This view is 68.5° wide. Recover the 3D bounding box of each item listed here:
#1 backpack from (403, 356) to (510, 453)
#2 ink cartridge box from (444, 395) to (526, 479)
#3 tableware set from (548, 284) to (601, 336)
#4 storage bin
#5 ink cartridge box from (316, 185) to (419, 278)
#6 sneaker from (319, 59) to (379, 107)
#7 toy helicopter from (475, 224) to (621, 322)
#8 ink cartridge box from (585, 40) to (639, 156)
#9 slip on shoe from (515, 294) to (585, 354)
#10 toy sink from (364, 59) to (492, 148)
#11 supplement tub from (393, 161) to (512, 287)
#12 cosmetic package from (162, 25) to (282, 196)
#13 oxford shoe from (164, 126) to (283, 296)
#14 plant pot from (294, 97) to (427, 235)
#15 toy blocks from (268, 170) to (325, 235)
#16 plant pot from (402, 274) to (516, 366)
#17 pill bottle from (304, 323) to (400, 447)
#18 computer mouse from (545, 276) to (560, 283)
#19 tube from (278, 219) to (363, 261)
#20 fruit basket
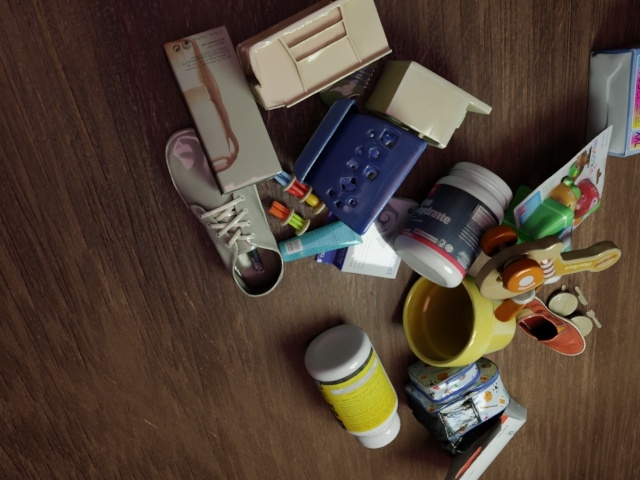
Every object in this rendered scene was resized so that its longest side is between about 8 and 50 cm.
[{"bbox_3d":[0.398,0.436,1.377,0.263,0.276,0.213,-17,101,-11],"label":"backpack"},{"bbox_3d":[0.500,0.651,1.433,0.091,0.385,0.308,38,102,20],"label":"ink cartridge box"},{"bbox_3d":[0.792,0.234,1.501,0.128,0.039,0.194,-34,110,17],"label":"tableware set"},{"bbox_3d":[-0.033,-0.379,0.934,0.260,0.262,0.123,-28,117,-2],"label":"storage bin"},{"bbox_3d":[0.122,-0.019,1.230,0.224,0.045,0.223,9,108,-17],"label":"ink cartridge box"},{"bbox_3d":[0.082,-0.374,1.078,0.192,0.064,0.086,-36,122,2],"label":"sneaker"},{"bbox_3d":[0.538,0.075,1.115,0.355,0.140,0.235,-9,134,-8],"label":"toy helicopter"},{"bbox_3d":[0.921,-0.399,1.232,0.395,0.151,0.270,-15,114,-10],"label":"ink cartridge box"},{"bbox_3d":[0.694,0.275,1.439,0.331,0.101,0.123,36,128,-24],"label":"slip on shoe"},{"bbox_3d":[0.244,-0.304,1.093,0.234,0.153,0.131,21,104,-22],"label":"toy sink"},{"bbox_3d":[0.330,-0.038,1.174,0.191,0.191,0.272,40,82,-24],"label":"supplement tub"},{"bbox_3d":[-0.197,-0.249,0.955,0.129,0.153,0.296,-23,96,-12],"label":"cosmetic package"},{"bbox_3d":[-0.205,-0.052,1.092,0.169,0.130,0.449,-25,113,-1],"label":"oxford shoe"},{"bbox_3d":[0.081,-0.171,1.047,0.212,0.236,0.236,35,100,3],"label":"plant pot"},{"bbox_3d":[-0.076,-0.098,1.145,0.148,0.054,0.123,36,98,-23],"label":"toy blocks"},{"bbox_3d":[0.398,0.219,1.299,0.239,0.254,0.254,12,108,-35],"label":"plant pot"},{"bbox_3d":[0.102,0.416,1.315,0.188,0.188,0.334,-27,114,-3],"label":"pill bottle"},{"bbox_3d":[0.656,0.099,1.413,0.193,0.042,0.106,-4,111,-12],"label":"computer mouse"},{"bbox_3d":[0.000,0.000,1.188,0.207,0.052,0.080,-17,109,1],"label":"tube"},{"bbox_3d":[0.649,-0.078,1.247,0.353,0.165,0.327,-35,138,-6],"label":"fruit basket"}]
